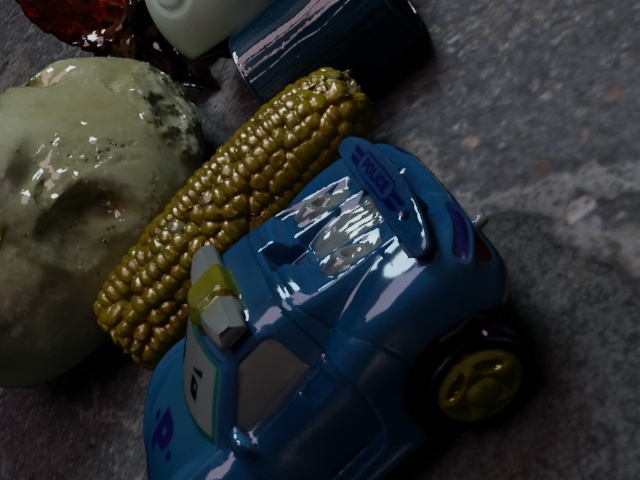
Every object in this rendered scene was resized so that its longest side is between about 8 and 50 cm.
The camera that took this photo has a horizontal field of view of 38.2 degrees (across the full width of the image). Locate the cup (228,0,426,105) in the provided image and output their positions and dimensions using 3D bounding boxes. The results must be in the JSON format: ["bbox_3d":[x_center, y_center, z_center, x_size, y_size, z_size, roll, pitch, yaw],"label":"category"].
[{"bbox_3d":[0.006,-0.189,0.820,0.138,0.113,0.150,-35,42,22],"label":"cup"}]

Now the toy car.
[{"bbox_3d":[-0.021,0.078,0.597,0.314,0.166,0.198,-46,33,13],"label":"toy car"}]

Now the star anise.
[{"bbox_3d":[-0.190,-0.210,1.037,0.212,0.157,0.053,-40,23,30],"label":"star anise"}]

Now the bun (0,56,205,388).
[{"bbox_3d":[-0.282,-0.039,0.931,0.326,0.234,0.362,10,63,57],"label":"bun"}]

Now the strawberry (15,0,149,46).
[{"bbox_3d":[-0.232,-0.361,1.140,0.292,0.309,0.292,-59,6,11],"label":"strawberry"}]

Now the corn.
[{"bbox_3d":[-0.074,-0.021,0.775,0.313,0.102,0.102,-49,36,10],"label":"corn"}]

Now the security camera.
[{"bbox_3d":[-0.075,-0.280,0.898,0.236,0.194,0.195,-44,34,40],"label":"security camera"}]
